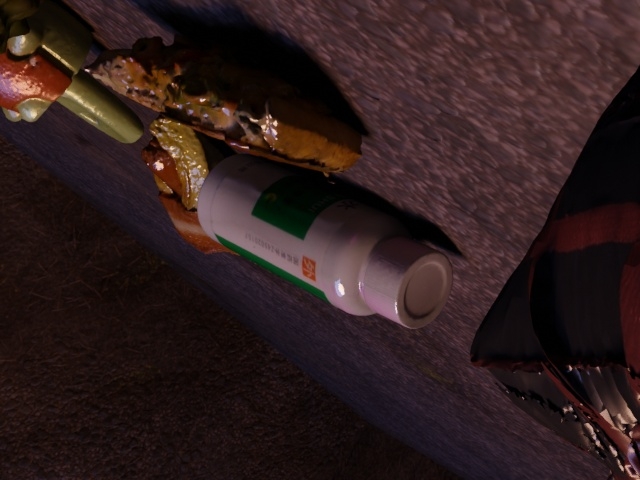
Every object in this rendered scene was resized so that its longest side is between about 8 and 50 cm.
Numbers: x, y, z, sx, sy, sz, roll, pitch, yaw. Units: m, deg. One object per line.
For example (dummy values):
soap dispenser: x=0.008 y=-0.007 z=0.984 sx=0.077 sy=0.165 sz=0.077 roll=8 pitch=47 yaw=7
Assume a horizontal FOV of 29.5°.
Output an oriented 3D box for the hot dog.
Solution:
hot dog: x=-0.110 y=-0.037 z=1.259 sx=0.123 sy=0.093 sz=0.261 roll=24 pitch=165 yaw=48

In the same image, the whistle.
whistle: x=-0.280 y=-0.178 z=1.117 sx=0.288 sy=0.106 sz=0.131 roll=40 pitch=163 yaw=-30

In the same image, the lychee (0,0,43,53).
lychee: x=-0.262 y=-0.187 z=0.544 sx=0.270 sy=0.270 sz=0.320 roll=25 pitch=151 yaw=45

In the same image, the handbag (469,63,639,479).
handbag: x=0.149 y=0.008 z=0.364 sx=0.155 sy=0.169 sz=0.215 roll=37 pitch=171 yaw=-6

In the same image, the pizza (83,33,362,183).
pizza: x=-0.064 y=-0.105 z=0.876 sx=0.147 sy=0.069 sz=0.226 roll=15 pitch=-172 yaw=-38

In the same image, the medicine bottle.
medicine bottle: x=0.000 y=0.000 z=1.063 sx=0.260 sy=0.095 sz=0.095 roll=28 pitch=168 yaw=43
